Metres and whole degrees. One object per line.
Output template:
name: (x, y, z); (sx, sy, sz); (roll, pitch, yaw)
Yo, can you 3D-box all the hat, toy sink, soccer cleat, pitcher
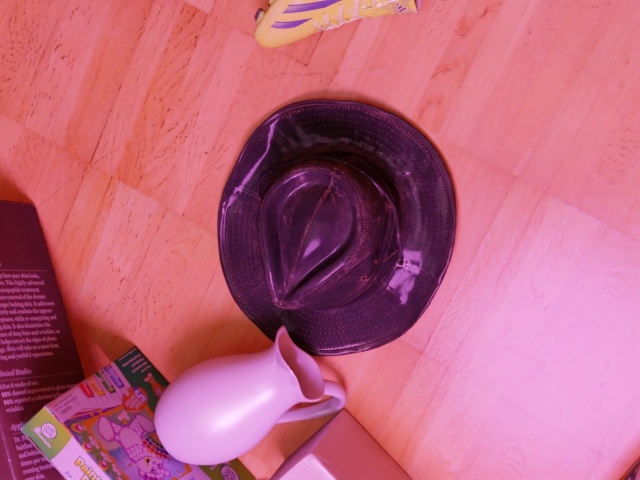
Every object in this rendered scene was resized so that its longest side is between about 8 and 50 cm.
hat: (0.000, 0.000, 1.329); (0.331, 0.134, 0.331); (4, 104, 16)
toy sink: (0.046, 0.355, 1.386); (0.234, 0.153, 0.131); (46, 111, 2)
soccer cleat: (0.048, -0.289, 1.270); (0.289, 0.093, 0.121); (-33, 98, 22)
pitcher: (-0.085, 0.207, 1.396); (0.207, 0.125, 0.178); (-29, 136, 19)

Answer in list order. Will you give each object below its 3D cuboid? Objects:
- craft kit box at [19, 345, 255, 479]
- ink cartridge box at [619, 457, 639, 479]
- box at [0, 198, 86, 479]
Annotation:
craft kit box: (-0.218, 0.270, 1.397); (0.061, 0.250, 0.247); (-40, 89, 20)
ink cartridge box: (0.403, 0.349, 1.303); (0.154, 0.093, 0.212); (37, 112, 6)
box: (-0.418, 0.143, 1.413); (0.143, 0.191, 0.382); (-21, 79, 22)
